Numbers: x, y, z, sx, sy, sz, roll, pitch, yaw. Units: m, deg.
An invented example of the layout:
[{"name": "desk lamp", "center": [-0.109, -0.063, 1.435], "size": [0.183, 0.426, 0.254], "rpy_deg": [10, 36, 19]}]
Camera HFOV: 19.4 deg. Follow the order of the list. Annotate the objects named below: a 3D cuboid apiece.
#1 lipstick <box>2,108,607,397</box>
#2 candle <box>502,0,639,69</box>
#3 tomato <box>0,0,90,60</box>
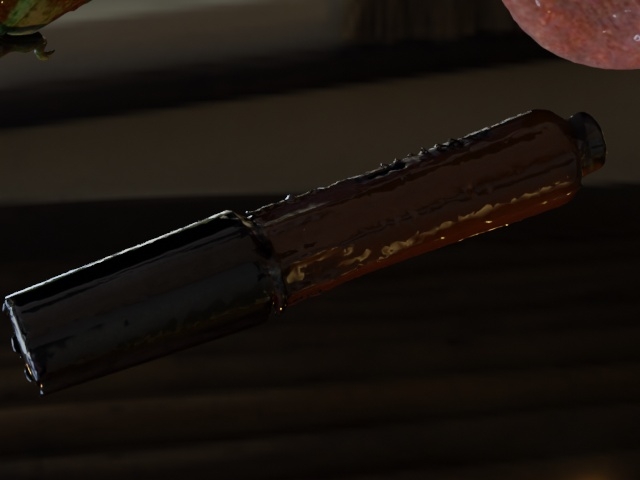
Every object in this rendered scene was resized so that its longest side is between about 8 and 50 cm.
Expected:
[{"name": "lipstick", "center": [0.000, 0.000, 1.202], "size": [0.418, 0.077, 0.077], "rpy_deg": [-20, -148, -20]}, {"name": "candle", "center": [0.248, -0.260, 1.329], "size": [0.317, 0.287, 0.131], "rpy_deg": [-11, -144, 39]}, {"name": "tomato", "center": [-0.229, -0.294, 1.295], "size": [0.303, 0.303, 0.239], "rpy_deg": [-24, -128, -39]}]
